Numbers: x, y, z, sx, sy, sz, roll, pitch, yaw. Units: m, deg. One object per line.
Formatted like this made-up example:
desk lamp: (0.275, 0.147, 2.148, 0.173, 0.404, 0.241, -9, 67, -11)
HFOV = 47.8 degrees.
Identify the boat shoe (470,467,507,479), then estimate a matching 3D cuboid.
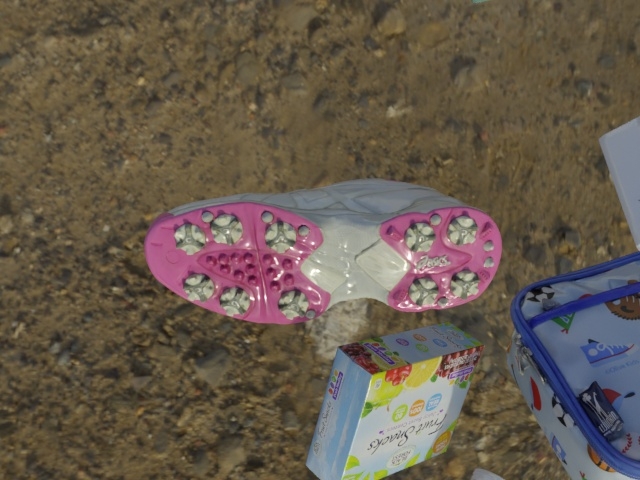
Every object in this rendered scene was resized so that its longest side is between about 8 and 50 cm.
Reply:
boat shoe: (0.384, 0.560, 1.436, 0.096, 0.098, 0.277, -39, 35, -15)

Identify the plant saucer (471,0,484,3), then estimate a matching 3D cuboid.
plant saucer: (0.233, -0.284, 0.707, 0.192, 0.018, 0.067, 2, 87, 39)

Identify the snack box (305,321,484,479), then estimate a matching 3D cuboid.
snack box: (0.095, 0.204, 0.905, 0.070, 0.207, 0.174, 34, 118, 43)

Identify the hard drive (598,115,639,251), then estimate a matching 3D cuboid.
hard drive: (0.671, -0.138, 1.380, 0.210, 0.040, 0.318, -29, 37, 29)

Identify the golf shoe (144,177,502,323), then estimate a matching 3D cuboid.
golf shoe: (0.000, 0.000, 0.658, 0.307, 0.140, 0.115, 2, 114, -7)

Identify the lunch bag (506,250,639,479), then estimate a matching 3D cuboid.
lunch bag: (0.329, 0.106, 0.666, 0.304, 0.114, 0.243, -14, 44, -6)
